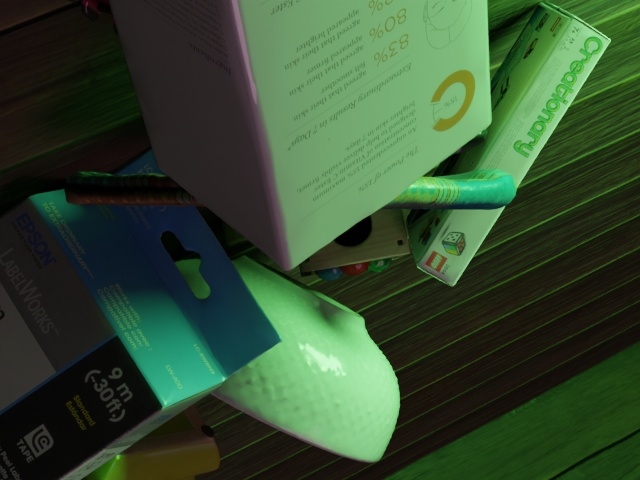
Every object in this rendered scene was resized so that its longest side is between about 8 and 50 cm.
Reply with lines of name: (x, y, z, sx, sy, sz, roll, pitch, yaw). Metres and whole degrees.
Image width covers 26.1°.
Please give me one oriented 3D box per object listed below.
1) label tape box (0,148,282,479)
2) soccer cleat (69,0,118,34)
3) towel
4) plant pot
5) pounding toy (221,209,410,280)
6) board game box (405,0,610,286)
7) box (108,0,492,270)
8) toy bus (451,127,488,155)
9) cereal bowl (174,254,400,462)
label tape box: (-0.243, 0.088, 1.303, 0.333, 0.241, 0.106, -35, 171, 3)
soccer cleat: (-0.075, -0.207, 1.124, 0.331, 0.116, 0.143, 21, 91, -53)
towel: (-0.014, -0.049, 1.275, 0.271, 0.040, 0.370, 0, -179, 34)
plant pot: (-0.264, 0.238, 1.584, 0.228, 0.227, 0.207, 0, 138, -52)
pounding toy: (-0.006, 0.000, 1.591, 0.206, 0.094, 0.181, -10, 177, -1)
board game box: (0.195, -0.112, 1.511, 0.305, 0.053, 0.193, -59, -172, 13)
box: (-0.018, -0.188, 0.944, 0.215, 0.168, 0.345, -36, 141, -23)
toy bus: (0.040, -0.133, 1.396, 0.211, 0.149, 0.220, -27, 166, 25)
cereal bowl: (-0.051, 0.114, 1.586, 0.141, 0.339, 0.339, -62, 157, -1)
